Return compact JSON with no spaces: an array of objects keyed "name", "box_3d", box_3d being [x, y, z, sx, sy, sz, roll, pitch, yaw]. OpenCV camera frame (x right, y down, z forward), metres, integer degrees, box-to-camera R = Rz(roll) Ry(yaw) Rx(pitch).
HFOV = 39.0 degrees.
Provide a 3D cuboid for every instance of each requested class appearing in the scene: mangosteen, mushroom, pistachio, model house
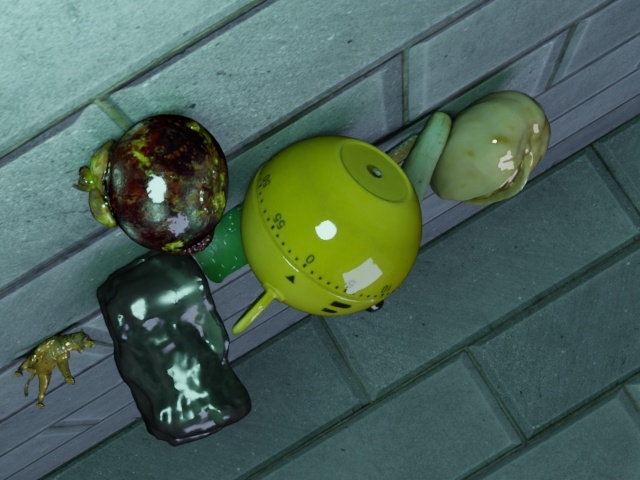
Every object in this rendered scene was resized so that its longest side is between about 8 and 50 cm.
[{"name":"mangosteen","box_3d":[-0.239,-0.081,1.266,0.217,0.192,0.192,6,-179,20]},{"name":"mushroom","box_3d":[0.210,-0.145,1.992,0.312,0.081,0.100,-61,-177,-23]},{"name":"pistachio","box_3d":[0.388,-0.210,2.100,0.229,0.238,0.321,12,138,-38]},{"name":"model house","box_3d":[-0.180,0.000,1.905,0.167,0.117,0.088,-36,-176,15]}]

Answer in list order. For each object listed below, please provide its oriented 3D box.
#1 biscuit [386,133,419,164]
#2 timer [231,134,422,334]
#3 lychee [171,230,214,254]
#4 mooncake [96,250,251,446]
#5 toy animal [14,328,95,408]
[{"name":"biscuit","box_3d":[0.193,-0.208,2.163,0.203,0.016,0.144,-34,168,16]},{"name":"timer","box_3d":[0.000,0.000,1.705,0.376,0.376,0.387,-17,154,-51]},{"name":"lychee","box_3d":[-0.241,-0.029,1.567,0.129,0.123,0.123,-27,171,24]},{"name":"mooncake","box_3d":[-0.302,0.213,1.798,0.212,0.381,0.350,-22,178,-14]},{"name":"toy animal","box_3d":[-0.617,0.281,2.006,0.255,0.114,0.116,-35,-149,39]}]
